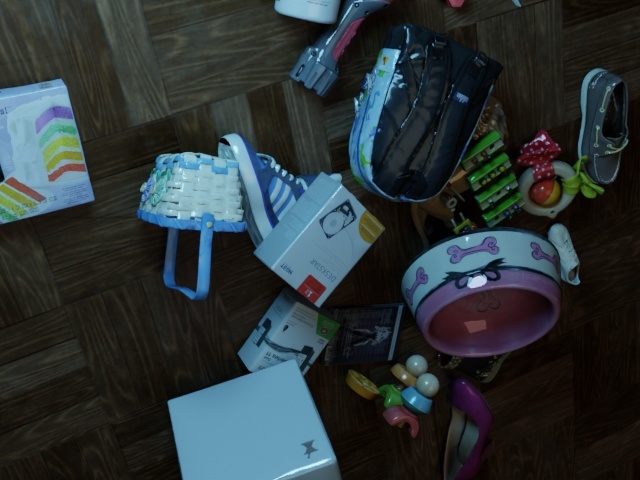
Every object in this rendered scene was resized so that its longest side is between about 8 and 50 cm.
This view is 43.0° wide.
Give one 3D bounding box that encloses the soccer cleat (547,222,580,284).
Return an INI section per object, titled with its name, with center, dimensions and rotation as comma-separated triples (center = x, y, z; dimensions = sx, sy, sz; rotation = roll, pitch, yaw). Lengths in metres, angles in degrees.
[soccer cleat]
center = 0.684, 0.037, 2.261
dimensions = 0.068, 0.076, 0.196
rotation = -30, 122, -11

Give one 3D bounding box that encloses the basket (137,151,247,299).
[basket]
center = -0.270, -0.033, 1.666
dimensions = 0.201, 0.254, 0.289
rotation = 0, 94, -27

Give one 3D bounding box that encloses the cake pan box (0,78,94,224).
[cake pan box]
center = -0.592, -0.162, 1.553
dimensions = 0.266, 0.070, 0.246
rotation = -15, 116, -19

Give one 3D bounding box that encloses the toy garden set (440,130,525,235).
[toy garden set]
center = 0.375, -0.104, 1.912
dimensions = 0.203, 0.049, 0.244
rotation = -35, 131, -2

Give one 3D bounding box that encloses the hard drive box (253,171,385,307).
[hard drive box]
center = 0.000, 0.000, 1.763
dimensions = 0.232, 0.089, 0.181
rotation = -50, 131, -1

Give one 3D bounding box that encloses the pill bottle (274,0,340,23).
[pill bottle]
center = -0.009, -0.558, 1.617
dimensions = 0.131, 0.131, 0.229
rotation = 3, 111, -27

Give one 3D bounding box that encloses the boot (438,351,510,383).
[boot]
center = 0.443, 0.277, 2.248
dimensions = 0.178, 0.085, 0.236
rotation = 19, 104, -29

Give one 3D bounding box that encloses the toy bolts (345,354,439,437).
[toy bolts]
center = 0.203, 0.368, 2.095
dimensions = 0.218, 0.228, 0.158
rotation = 32, 96, -26

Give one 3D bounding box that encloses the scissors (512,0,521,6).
[scissors]
center = 0.383, -0.644, 1.835
dimensions = 0.297, 0.021, 0.109
rotation = 25, 98, -31

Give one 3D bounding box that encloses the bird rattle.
[bird rattle]
center = 0.597, -0.151, 2.109
dimensions = 0.253, 0.143, 0.207
rotation = 15, 121, -28

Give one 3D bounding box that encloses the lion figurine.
[lion figurine]
center = 0.324, -0.159, 1.949
dimensions = 0.392, 0.142, 0.240
rotation = -54, 138, -4

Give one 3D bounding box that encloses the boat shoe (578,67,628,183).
[boat shoe]
center = 0.752, -0.286, 2.134
dimensions = 0.116, 0.097, 0.325
rotation = -19, 119, -17

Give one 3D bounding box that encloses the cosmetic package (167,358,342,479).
[cosmetic package]
center = -0.130, 0.561, 1.896
dimensions = 0.329, 0.327, 0.394
rotation = -17, 128, -8

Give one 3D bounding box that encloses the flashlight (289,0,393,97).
[flashlight]
center = 0.063, -0.449, 1.727
dimensions = 0.304, 0.103, 0.103
rotation = -57, 165, 10

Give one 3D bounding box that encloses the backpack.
[backpack]
center = 0.205, -0.258, 1.807
dimensions = 0.290, 0.273, 0.356
rotation = 13, 86, -27

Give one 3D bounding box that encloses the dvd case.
[dvd case]
center = 0.110, 0.243, 2.109
dimensions = 0.221, 0.018, 0.165
rotation = -1, 112, -25

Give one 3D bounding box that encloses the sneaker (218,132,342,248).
[sneaker]
center = -0.071, -0.130, 1.797
dimensions = 0.236, 0.130, 0.323
rotation = -31, 119, -20

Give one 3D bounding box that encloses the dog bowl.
[dog bowl]
center = 0.408, 0.147, 2.015
dimensions = 0.407, 0.150, 0.408
rotation = -4, 143, -3

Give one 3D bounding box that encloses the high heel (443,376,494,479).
[high heel]
center = 0.400, 0.554, 2.321
dimensions = 0.181, 0.127, 0.377
rotation = -37, 127, -19

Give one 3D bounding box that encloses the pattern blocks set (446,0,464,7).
[pattern blocks set]
center = 0.250, -0.686, 1.732
dimensions = 0.324, 0.026, 0.285
rotation = 27, 100, -28

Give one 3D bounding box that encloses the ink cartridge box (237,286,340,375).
[ink cartridge box]
center = -0.077, 0.241, 1.975
dimensions = 0.153, 0.087, 0.208
rotation = 30, 98, -33
